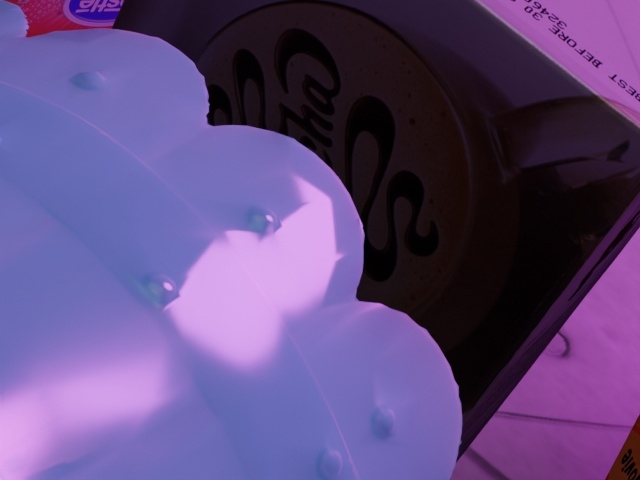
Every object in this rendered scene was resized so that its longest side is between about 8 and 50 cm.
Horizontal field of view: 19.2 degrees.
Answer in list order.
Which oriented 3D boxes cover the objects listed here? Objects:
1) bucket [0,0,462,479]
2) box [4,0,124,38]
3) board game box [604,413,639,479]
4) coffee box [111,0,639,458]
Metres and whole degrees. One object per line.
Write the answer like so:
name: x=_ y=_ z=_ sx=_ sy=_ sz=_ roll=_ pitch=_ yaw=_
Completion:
bucket: x=-0.119 y=0.087 z=0.496 sx=0.281 sy=0.281 sz=0.183 roll=41 pitch=38 yaw=12
box: x=-0.116 y=-0.183 z=0.932 sx=0.256 sy=0.128 sz=0.123 roll=-8 pitch=51 yaw=-43
board game box: x=0.354 y=0.097 z=0.659 sx=0.356 sy=0.356 sz=0.356 roll=25 pitch=10 yaw=-11
coffee box: x=0.000 y=0.000 z=0.656 sx=0.168 sy=0.297 sz=0.119 roll=40 pitch=39 yaw=9
